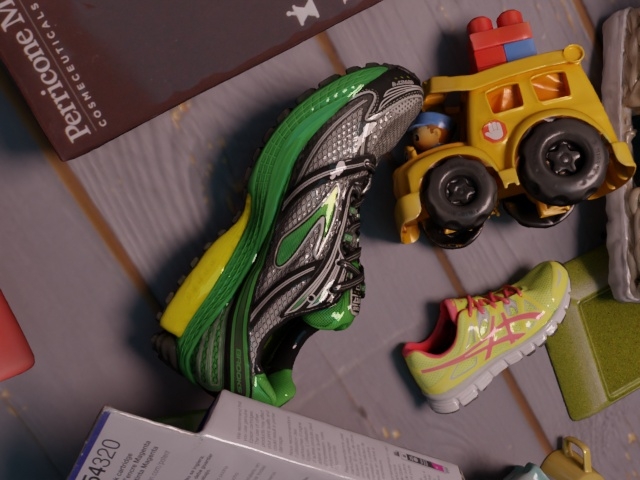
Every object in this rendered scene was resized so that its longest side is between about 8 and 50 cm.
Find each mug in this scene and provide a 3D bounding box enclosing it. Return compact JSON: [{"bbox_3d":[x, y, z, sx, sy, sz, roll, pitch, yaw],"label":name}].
[{"bbox_3d":[0.294,0.277,0.819,0.062,0.064,0.078,-36,104,-9],"label":"mug"}]

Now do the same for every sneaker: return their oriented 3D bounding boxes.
[{"bbox_3d":[0.175,0.086,0.751,0.208,0.081,0.094,-42,101,-4],"label":"sneaker"},{"bbox_3d":[0.000,0.000,0.643,0.146,0.134,0.344,31,92,24],"label":"sneaker"}]

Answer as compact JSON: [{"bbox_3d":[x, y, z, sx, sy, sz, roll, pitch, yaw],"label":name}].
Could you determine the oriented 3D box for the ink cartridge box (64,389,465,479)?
[{"bbox_3d":[-0.087,0.282,0.637,0.330,0.071,0.324,24,116,-18],"label":"ink cartridge box"}]

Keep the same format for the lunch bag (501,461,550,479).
[{"bbox_3d":[0.230,0.398,0.717,0.223,0.160,0.262,-41,71,-7],"label":"lunch bag"}]

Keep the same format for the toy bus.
[{"bbox_3d":[0.163,-0.111,0.698,0.220,0.149,0.211,-15,81,4],"label":"toy bus"}]

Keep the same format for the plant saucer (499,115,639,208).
[{"bbox_3d":[0.279,-0.089,0.799,0.192,0.018,0.067,-15,100,-15],"label":"plant saucer"}]

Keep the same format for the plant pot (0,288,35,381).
[{"bbox_3d":[-0.375,0.023,0.503,0.275,0.275,0.243,-18,90,-14],"label":"plant pot"}]

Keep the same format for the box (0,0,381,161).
[{"bbox_3d":[-0.080,-0.238,0.580,0.381,0.143,0.191,-28,105,0],"label":"box"}]

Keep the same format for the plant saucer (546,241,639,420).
[{"bbox_3d":[0.356,0.098,0.828,0.188,0.045,0.188,-25,102,-13],"label":"plant saucer"}]

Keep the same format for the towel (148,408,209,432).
[{"bbox_3d":[-0.150,0.248,0.709,0.113,0.023,0.152,-7,96,-18],"label":"towel"}]

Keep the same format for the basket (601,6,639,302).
[{"bbox_3d":[0.503,-0.096,0.714,0.331,0.266,0.328,2,85,-19],"label":"basket"}]
